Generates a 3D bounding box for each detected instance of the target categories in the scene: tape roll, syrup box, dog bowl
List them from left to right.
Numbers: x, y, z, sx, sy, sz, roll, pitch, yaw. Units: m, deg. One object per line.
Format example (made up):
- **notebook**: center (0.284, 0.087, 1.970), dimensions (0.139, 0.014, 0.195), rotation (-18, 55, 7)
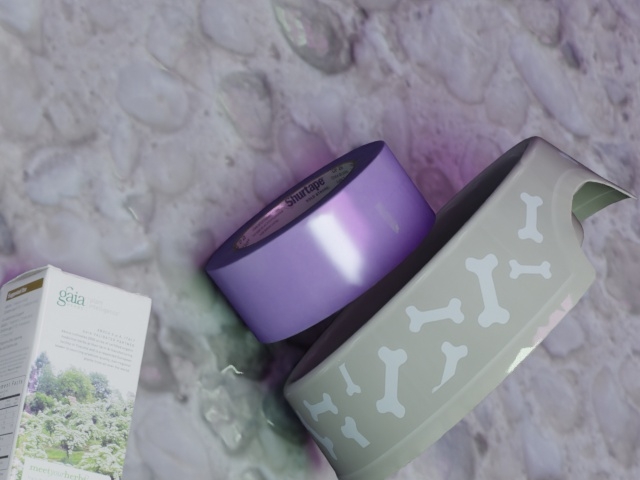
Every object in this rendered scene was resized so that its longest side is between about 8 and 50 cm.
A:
- **syrup box**: center (-0.210, 0.148, 1.209), dimensions (0.093, 0.096, 0.237), rotation (19, 67, -31)
- **tape roll**: center (0.000, 0.000, 1.332), dimensions (0.189, 0.189, 0.080), rotation (-43, 103, -34)
- **dog bowl**: center (0.107, 0.052, 1.311), dimensions (0.102, 0.349, 0.349), rotation (45, 57, -2)
